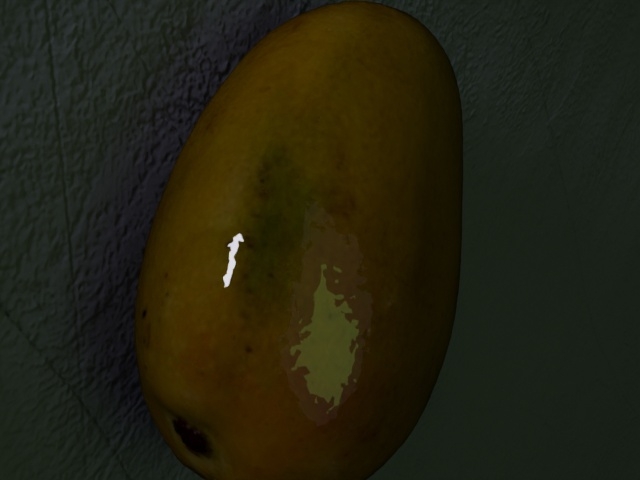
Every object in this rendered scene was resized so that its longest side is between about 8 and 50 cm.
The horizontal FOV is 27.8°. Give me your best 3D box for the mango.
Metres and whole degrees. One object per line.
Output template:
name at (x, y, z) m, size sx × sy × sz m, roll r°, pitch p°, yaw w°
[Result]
mango at (0.000, 0.000, 1.085) m, size 0.300 × 0.232 × 0.446 m, roll 37°, pitch 67°, yaw -46°
